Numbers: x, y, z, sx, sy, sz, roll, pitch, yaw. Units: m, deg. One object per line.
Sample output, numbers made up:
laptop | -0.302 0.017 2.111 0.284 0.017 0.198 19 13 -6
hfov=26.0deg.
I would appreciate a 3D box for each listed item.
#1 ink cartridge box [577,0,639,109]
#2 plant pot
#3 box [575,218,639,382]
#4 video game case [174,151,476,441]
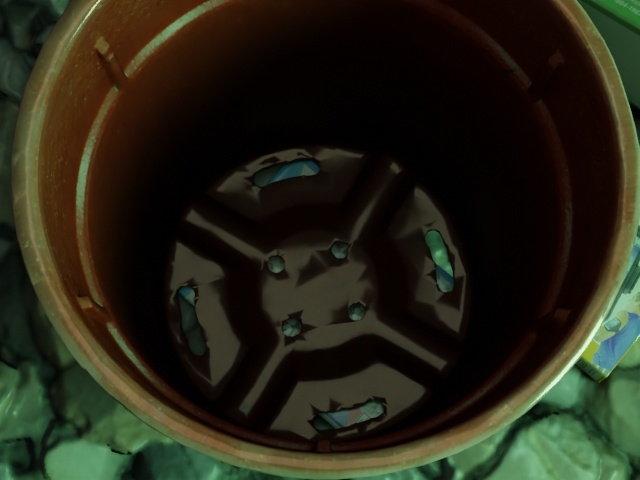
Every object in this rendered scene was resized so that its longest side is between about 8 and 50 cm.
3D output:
ink cartridge box | 0.286 -0.158 0.849 0.212 0.093 0.154 -40 53 -11
plant pot | 0.000 0.000 0.725 0.273 0.265 0.272 0 75 -1
box | 0.185 0.011 0.863 0.081 0.028 0.136 39 80 8
video game case | 0.010 0.040 0.859 0.166 0.015 0.119 40 79 9
